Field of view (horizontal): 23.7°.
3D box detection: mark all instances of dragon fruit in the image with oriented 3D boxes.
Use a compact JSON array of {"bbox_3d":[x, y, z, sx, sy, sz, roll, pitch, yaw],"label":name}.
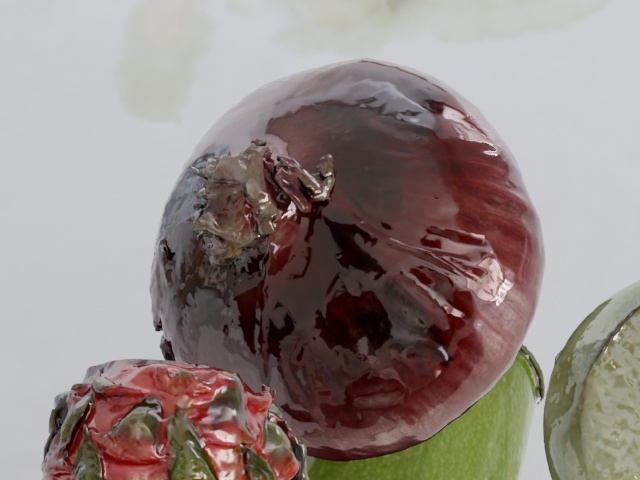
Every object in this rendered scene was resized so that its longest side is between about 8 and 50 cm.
[{"bbox_3d":[-0.085,0.157,0.844,0.160,0.166,0.172,2,-102,2],"label":"dragon fruit"}]

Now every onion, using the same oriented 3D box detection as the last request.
[{"bbox_3d":[0.000,0.000,1.227,0.347,0.285,0.348,-11,-114,27],"label":"onion"}]

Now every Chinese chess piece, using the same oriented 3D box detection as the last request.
[{"bbox_3d":[0.223,0.109,0.885,0.188,0.083,0.189,1,-98,-9],"label":"Chinese chess piece"}]

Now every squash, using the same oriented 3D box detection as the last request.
[{"bbox_3d":[0.052,0.252,1.463,0.263,0.263,0.384,-2,-134,29],"label":"squash"}]
